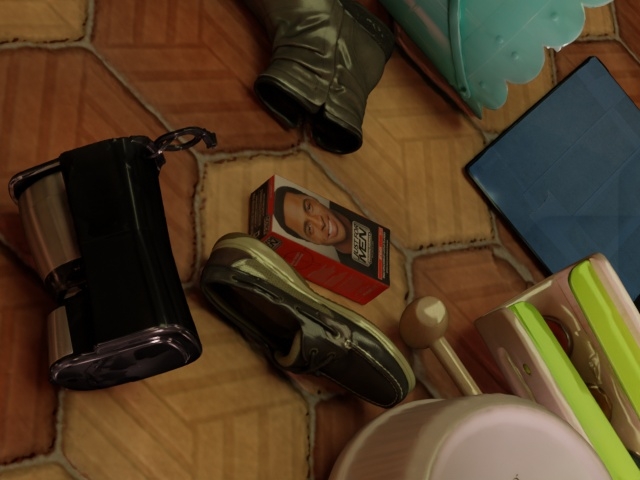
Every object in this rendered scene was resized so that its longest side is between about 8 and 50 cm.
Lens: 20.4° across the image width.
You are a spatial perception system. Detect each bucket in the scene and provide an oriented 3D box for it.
[{"bbox_3d":[0.205,-0.292,1.949,0.183,0.281,0.281,43,40,-5],"label":"bucket"}]

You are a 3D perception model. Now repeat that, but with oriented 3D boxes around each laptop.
[{"bbox_3d":[0.440,-0.042,2.009,0.382,0.408,0.236,-40,125,-50],"label":"laptop"}]

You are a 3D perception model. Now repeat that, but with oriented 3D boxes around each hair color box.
[{"bbox_3d":[0.000,0.000,1.697,0.141,0.043,0.072,24,48,-28],"label":"hair color box"}]

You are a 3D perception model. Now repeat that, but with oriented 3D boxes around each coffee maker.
[{"bbox_3d":[-0.156,0.014,1.440,0.120,0.171,0.178,17,50,-56],"label":"coffee maker"}]

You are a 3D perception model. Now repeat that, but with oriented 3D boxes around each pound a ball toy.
[{"bbox_3d":[0.229,0.163,1.749,0.208,0.136,0.319,-30,86,-17],"label":"pound a ball toy"}]

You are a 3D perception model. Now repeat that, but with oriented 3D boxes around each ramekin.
[{"bbox_3d":[0.144,0.257,1.532,0.273,0.127,0.273,12,64,-27],"label":"ramekin"}]

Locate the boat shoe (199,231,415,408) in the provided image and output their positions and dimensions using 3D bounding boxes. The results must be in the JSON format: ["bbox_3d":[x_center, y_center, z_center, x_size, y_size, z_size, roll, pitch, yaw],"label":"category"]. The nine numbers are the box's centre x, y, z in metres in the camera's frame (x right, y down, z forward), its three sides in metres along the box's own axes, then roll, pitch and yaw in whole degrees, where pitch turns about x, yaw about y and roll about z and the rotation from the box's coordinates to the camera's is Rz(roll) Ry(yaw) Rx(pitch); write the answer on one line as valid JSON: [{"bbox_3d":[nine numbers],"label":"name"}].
[{"bbox_3d":[-0.017,0.086,1.596,0.223,0.080,0.073,39,46,-7],"label":"boat shoe"}]

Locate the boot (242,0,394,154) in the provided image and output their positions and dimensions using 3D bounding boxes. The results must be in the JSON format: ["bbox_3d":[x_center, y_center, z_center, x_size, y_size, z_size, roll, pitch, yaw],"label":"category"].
[{"bbox_3d":[-0.034,-0.207,1.797,0.246,0.083,0.161,36,48,-16],"label":"boot"}]
